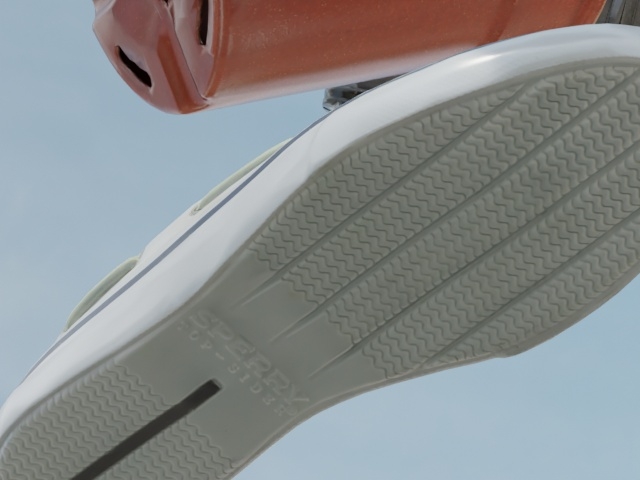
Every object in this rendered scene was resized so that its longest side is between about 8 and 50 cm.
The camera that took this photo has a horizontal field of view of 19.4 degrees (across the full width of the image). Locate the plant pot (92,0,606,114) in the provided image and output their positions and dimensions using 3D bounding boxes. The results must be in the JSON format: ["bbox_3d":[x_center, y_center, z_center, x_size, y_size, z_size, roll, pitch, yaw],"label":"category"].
[{"bbox_3d":[-0.001,-0.205,1.165,0.265,0.272,0.272,-19,-46,-28],"label":"plant pot"}]

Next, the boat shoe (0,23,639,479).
[{"bbox_3d":[0.000,0.000,0.508,0.226,0.076,0.083,-29,-62,18],"label":"boat shoe"}]

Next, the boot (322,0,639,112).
[{"bbox_3d":[0.167,-0.192,1.444,0.338,0.118,0.223,-1,-90,-7],"label":"boot"}]
